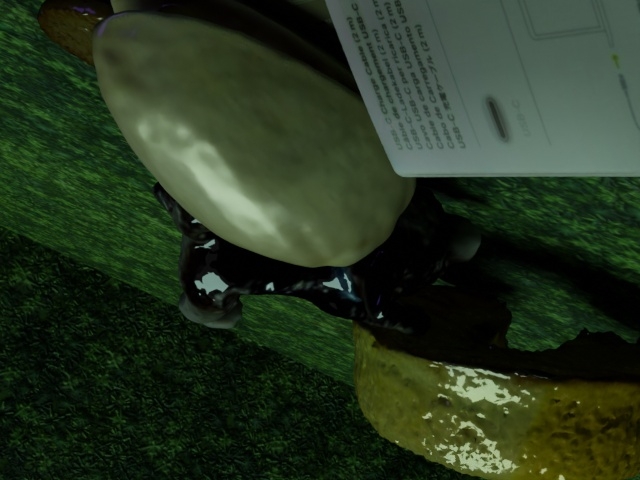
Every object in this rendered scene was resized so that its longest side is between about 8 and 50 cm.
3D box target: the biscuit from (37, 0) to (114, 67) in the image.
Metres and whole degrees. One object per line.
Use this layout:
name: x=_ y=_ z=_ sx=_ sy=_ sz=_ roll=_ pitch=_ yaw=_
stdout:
biscuit: x=-0.192 y=-0.194 z=1.372 sx=0.188 sy=0.027 sz=0.188 roll=19 pitch=169 yaw=4

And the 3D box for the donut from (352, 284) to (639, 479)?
donut: x=0.210 y=0.179 z=1.683 sx=0.435 sy=0.163 sz=0.377 roll=16 pitch=-168 yaw=39

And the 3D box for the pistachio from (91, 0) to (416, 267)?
pistachio: x=-0.057 y=-0.102 z=1.168 sx=0.214 sy=0.193 sz=0.318 roll=-24 pitch=129 yaw=39

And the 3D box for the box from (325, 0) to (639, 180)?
box: x=0.108 y=-0.139 z=0.680 sx=0.251 sy=0.106 sz=0.203 roll=2 pitch=120 yaw=55

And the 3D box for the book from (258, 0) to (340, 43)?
book: x=-0.036 y=-0.210 z=1.056 sx=0.198 sy=0.016 sz=0.138 roll=28 pitch=167 yaw=-29

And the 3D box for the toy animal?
toy animal: x=0.000 y=0.000 z=1.428 sx=0.344 sy=0.194 sz=0.303 roll=0 pitch=167 yaw=-8
